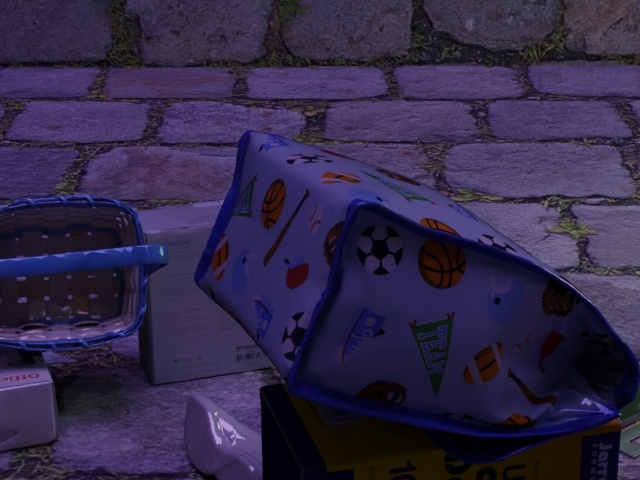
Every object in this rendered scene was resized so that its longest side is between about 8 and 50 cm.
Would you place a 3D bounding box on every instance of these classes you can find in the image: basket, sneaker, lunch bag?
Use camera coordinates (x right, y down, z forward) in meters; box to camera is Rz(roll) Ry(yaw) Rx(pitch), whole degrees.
[{"bbox_3d":[-0.331,0.041,1.932,0.254,0.201,0.289,-4,-9,-10],"label":"basket"},{"bbox_3d":[-0.096,0.260,1.851,0.094,0.080,0.212,0,25,-33],"label":"sneaker"},{"bbox_3d":[0.104,0.065,1.561,0.385,0.239,0.328,15,12,-27],"label":"lunch bag"}]

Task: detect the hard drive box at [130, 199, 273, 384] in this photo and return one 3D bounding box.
[{"bbox_3d":[-0.164,0.070,2.095,0.181,0.232,0.089,-7,23,-17],"label":"hard drive box"}]

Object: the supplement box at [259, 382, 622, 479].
[{"bbox_3d":[0.126,0.263,1.652,0.356,0.194,0.195,-6,23,-14],"label":"supplement box"}]

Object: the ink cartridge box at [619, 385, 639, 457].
[{"bbox_3d":[0.367,0.204,1.974,0.109,0.062,0.209,-17,28,-37],"label":"ink cartridge box"}]

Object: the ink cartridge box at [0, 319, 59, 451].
[{"bbox_3d":[-0.445,0.192,1.985,0.158,0.092,0.218,-8,25,-18],"label":"ink cartridge box"}]
